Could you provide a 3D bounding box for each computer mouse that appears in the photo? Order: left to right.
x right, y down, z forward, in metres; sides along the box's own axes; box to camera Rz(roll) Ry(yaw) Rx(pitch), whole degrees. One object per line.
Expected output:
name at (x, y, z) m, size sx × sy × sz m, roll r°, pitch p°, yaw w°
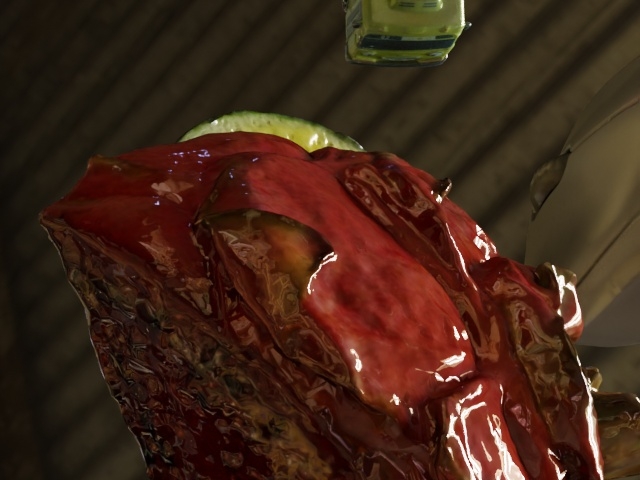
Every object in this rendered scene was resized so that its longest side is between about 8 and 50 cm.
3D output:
computer mouse at (0.216, -0.045, 1.075) m, size 0.297 × 0.121 × 0.184 m, roll -16°, pitch -133°, yaw 45°

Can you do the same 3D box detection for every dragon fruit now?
dragon fruit at (0.057, 0.075, 0.748) m, size 0.152 × 0.317 × 0.205 m, roll -1°, pitch -150°, yaw 49°

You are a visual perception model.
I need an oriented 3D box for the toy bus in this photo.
toy bus at (0.060, -0.223, 1.415) m, size 0.101 × 0.088 × 0.175 m, roll 143°, pitch -54°, yaw -78°

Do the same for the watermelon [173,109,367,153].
watermelon at (0.000, 0.000, 1.285) m, size 0.123 × 0.301 × 0.129 m, roll -54°, pitch -149°, yaw 14°
